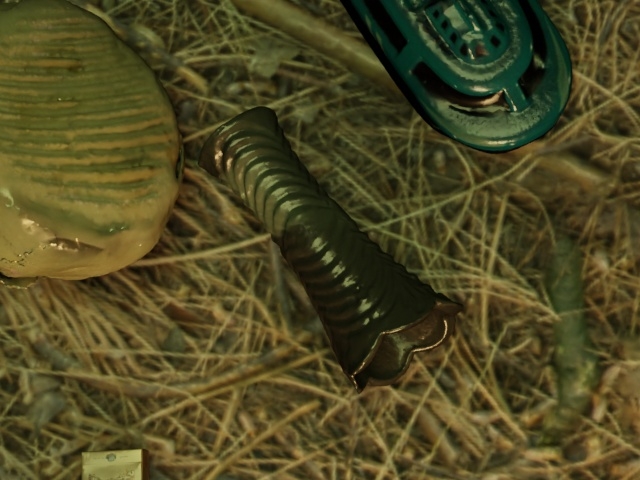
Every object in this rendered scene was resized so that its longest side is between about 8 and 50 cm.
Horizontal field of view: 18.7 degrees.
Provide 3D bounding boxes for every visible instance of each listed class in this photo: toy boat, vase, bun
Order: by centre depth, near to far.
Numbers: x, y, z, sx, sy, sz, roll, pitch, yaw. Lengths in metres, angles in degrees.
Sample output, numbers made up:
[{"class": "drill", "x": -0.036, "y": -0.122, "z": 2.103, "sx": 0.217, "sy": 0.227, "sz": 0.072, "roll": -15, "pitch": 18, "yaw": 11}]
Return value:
[{"class": "vase", "x": 0.000, "y": 0.000, "z": 1.561, "sx": 0.115, "sy": 0.115, "sz": 0.237, "roll": -38, "pitch": 70, "yaw": 1}, {"class": "bun", "x": -0.226, "y": -0.071, "z": 1.577, "sx": 0.239, "sy": 0.141, "sz": 0.239, "roll": 14, "pitch": 63, "yaw": -30}, {"class": "toy boat", "x": 0.092, "y": -0.209, "z": 1.593, "sx": 0.134, "sy": 0.092, "sz": 0.299, "roll": -34, "pitch": 73, "yaw": -1}]

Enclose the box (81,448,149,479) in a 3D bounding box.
[{"class": "box", "x": -0.167, "y": 0.212, "z": 1.582, "sx": 0.053, "sy": 0.024, "sz": 0.083, "roll": -3, "pitch": 76, "yaw": 10}]
